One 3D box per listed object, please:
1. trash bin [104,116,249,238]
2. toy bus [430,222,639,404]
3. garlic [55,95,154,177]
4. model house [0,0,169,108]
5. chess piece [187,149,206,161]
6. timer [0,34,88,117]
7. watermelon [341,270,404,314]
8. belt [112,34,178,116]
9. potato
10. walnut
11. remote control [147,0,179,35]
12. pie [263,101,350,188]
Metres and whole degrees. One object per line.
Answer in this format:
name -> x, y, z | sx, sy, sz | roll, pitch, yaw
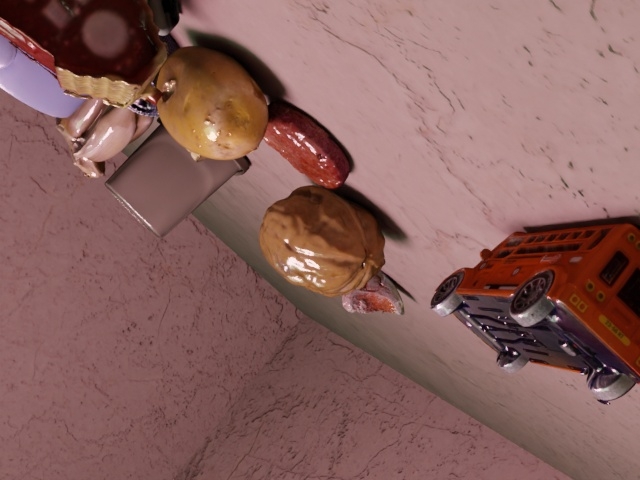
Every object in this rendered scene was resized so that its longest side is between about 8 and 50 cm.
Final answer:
trash bin -> -0.329, -0.149, 1.805 | 0.219, 0.250, 0.220 | 46, 169, -12
toy bus -> 0.259, 0.069, 0.926 | 0.143, 0.153, 0.329 | 41, 169, -8
garlic -> -0.472, -0.295, 1.766 | 0.210, 0.292, 0.237 | 32, -163, -18
model house -> -0.305, -0.276, 1.070 | 0.254, 0.160, 0.196 | 38, 170, -16
chess piece -> -0.284, -0.263, 1.657 | 0.200, 0.090, 0.090 | 50, 170, 0
timer -> -0.579, -0.389, 1.512 | 0.395, 0.173, 0.395 | 46, -169, -11
watermelon -> 0.105, 0.112, 1.819 | 0.187, 0.139, 0.071 | 37, 137, 15
belt -> -0.326, -0.324, 1.363 | 0.140, 0.126, 0.230 | 0, 146, 36
potato -> -0.168, -0.206, 1.238 | 0.146, 0.150, 0.234 | 42, 178, -42
walnut -> 0.000, 0.000, 1.457 | 0.245, 0.198, 0.198 | 30, 167, 40
remote control -> -0.256, -0.371, 1.075 | 0.140, 0.056, 0.296 | 37, 171, 0
pie -> -0.028, -0.148, 1.291 | 0.182, 0.049, 0.182 | 36, 169, 8
